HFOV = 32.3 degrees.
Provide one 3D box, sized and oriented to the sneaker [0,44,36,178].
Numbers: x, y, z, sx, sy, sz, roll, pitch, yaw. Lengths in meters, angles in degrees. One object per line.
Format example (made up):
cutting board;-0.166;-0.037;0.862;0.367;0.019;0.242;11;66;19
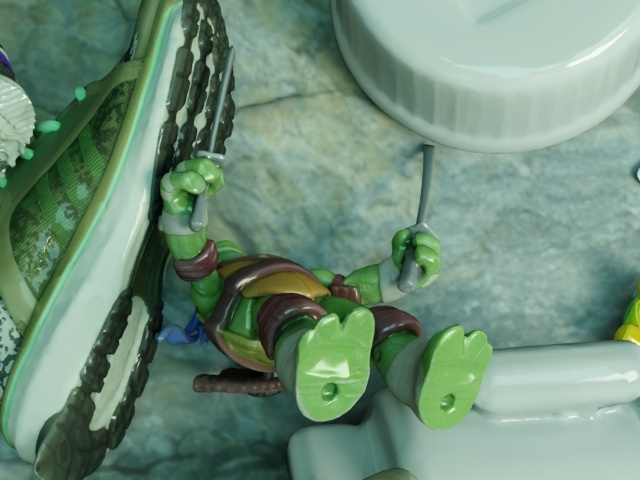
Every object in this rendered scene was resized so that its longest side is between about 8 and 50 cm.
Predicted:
sneaker;-0.340;-0.056;0.811;0.293;0.102;0.146;-36;54;8

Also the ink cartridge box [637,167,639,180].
ink cartridge box;0.376;-0.092;0.932;0.115;0.067;0.198;43;80;-3

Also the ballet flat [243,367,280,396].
ballet flat;-0.012;0.086;0.869;0.114;0.041;0.041;-36;90;-11

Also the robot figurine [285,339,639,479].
robot figurine;0.152;0.199;0.800;0.354;0.199;0.299;0;124;-9

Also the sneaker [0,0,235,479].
sneaker;-0.190;-0.041;0.814;0.182;0.158;0.410;16;77;11

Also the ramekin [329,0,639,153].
ramekin;0.138;-0.214;0.841;0.277;0.135;0.277;-1;82;7

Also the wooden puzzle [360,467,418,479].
wooden puzzle;0.020;0.335;0.705;0.080;0.348;0.322;-34;90;-47

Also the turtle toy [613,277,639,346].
turtle toy;0.277;0.088;0.899;0.095;0.066;0.130;28;81;-5

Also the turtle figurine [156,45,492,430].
turtle figurine;0.000;0.000;0.753;0.275;0.266;0.198;-44;124;-6
